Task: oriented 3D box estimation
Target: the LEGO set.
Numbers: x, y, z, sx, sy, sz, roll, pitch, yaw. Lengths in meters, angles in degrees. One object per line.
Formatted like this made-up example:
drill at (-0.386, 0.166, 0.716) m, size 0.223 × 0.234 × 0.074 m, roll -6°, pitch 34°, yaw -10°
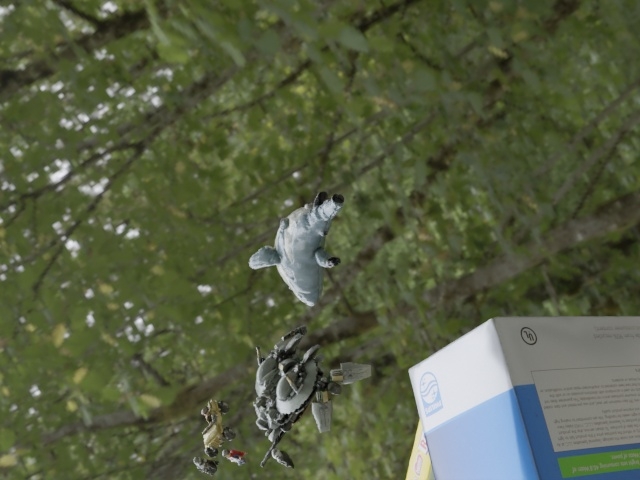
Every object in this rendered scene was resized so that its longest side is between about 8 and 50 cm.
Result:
LEGO set at (-0.020, 0.056, 0.349) m, size 0.023 × 0.083 × 0.054 m, roll 36°, pitch -155°, yaw -29°

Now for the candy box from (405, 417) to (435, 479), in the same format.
candy box at (0.144, 0.130, 0.600) m, size 0.206 × 0.105 × 0.027 m, roll 3°, pitch -162°, yaw -29°

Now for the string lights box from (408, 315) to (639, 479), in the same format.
string lights box at (0.140, 0.166, 0.447) m, size 0.133 × 0.077 × 0.259 m, roll 3°, pitch -117°, yaw -30°

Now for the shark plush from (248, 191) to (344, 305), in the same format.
shark plush at (0.000, 0.000, 0.929) m, size 0.073 × 0.161 × 0.067 m, roll -24°, pitch -109°, yaw -41°
